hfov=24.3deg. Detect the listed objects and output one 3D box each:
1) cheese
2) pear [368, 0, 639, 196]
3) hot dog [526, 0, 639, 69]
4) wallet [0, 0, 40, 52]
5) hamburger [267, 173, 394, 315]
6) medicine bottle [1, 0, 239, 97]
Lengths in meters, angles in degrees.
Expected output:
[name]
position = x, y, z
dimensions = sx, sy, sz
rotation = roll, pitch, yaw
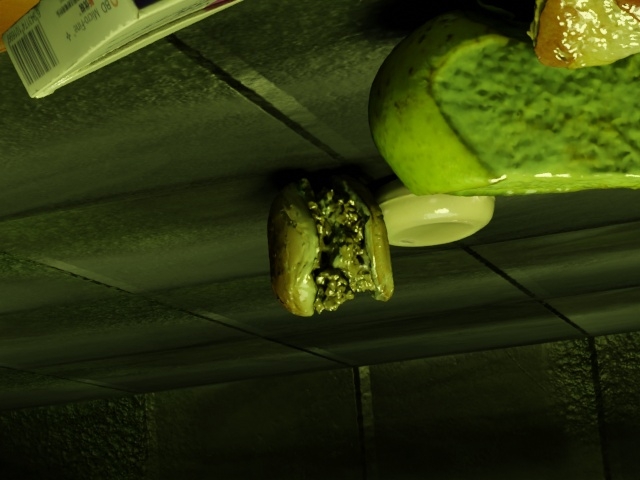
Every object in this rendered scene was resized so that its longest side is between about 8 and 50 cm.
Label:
[cheese]
position = 0.147, -0.046, 1.647
dimensions = 0.137, 0.064, 0.227
rotation = 2, 164, -33
[pear]
position = 0.175, -0.109, 1.184
dimensions = 0.255, 0.164, 0.238
rotation = -3, 178, 16
[hot dog]
position = 0.241, -0.194, 0.963
dimensions = 0.261, 0.093, 0.123
rotation = -16, 139, 35
[wallet]
position = -0.239, -0.170, 1.026
dimensions = 0.195, 0.042, 0.161
rotation = -13, 169, 26
[hamburger]
position = 0.000, 0.000, 1.623
dimensions = 0.131, 0.159, 0.185
rotation = -14, -153, -5
[medicine bottle]
position = -0.073, -0.162, 0.877
dimensions = 0.201, 0.052, 0.171
rotation = -31, -174, -34
